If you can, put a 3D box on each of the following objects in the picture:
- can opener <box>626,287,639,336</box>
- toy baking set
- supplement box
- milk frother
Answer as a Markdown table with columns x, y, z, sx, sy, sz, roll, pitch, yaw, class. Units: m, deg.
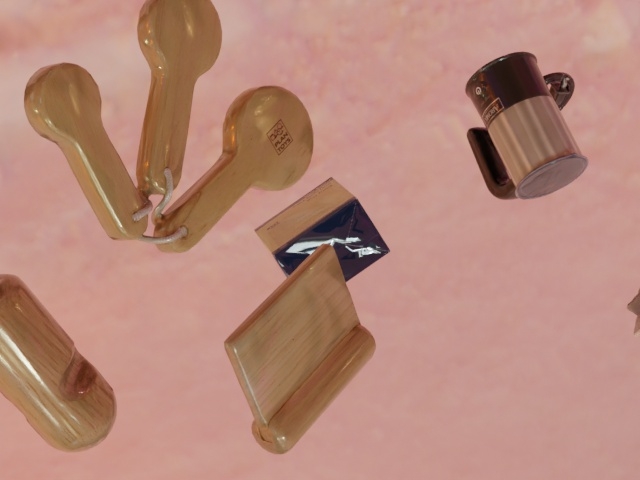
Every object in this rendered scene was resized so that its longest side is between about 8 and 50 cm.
| x | y | z | sx | sy | sz | roll | pitch | yaw | class |
| --- | --- | --- | --- | --- | --- | --- | --- | --- | --- |
| 0.254 | -0.011 | 0.717 | 0.095 | 0.283 | 0.076 | 32 | 62 | 2 | can opener |
| -0.080 | 0.025 | 0.392 | 0.030 | 0.256 | 0.197 | -2 | 98 | 44 | toy baking set |
| 0.000 | 0.000 | 1.090 | 0.083 | 0.083 | 0.056 | -34 | 110 | -4 | supplement box |
| 0.240 | -0.119 | 1.409 | 0.143 | 0.129 | 0.135 | -16 | 68 | -16 | milk frother |
